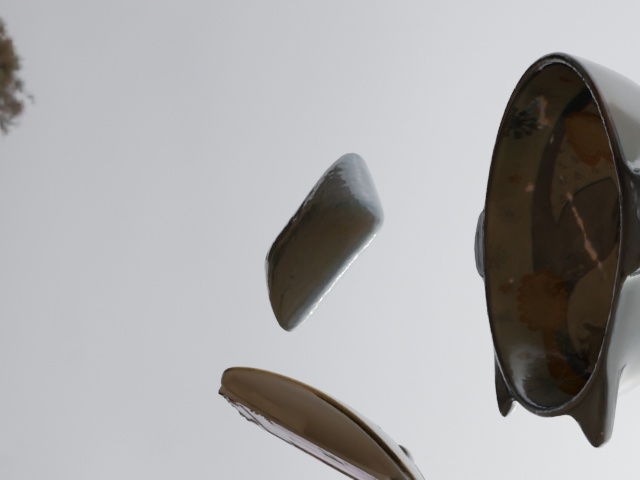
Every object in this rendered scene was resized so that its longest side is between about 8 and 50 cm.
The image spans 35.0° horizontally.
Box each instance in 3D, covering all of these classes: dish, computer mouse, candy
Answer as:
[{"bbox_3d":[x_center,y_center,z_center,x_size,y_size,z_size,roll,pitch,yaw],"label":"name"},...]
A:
[{"bbox_3d":[0.162,0.010,0.577,0.236,0.086,0.227,-110,-157,-69],"label":"dish"},{"bbox_3d":[0.010,0.182,0.968,0.245,0.056,0.126,23,-18,35],"label":"computer mouse"},{"bbox_3d":[0.000,0.000,1.091,0.174,0.071,0.138,-53,-154,24],"label":"candy"}]
